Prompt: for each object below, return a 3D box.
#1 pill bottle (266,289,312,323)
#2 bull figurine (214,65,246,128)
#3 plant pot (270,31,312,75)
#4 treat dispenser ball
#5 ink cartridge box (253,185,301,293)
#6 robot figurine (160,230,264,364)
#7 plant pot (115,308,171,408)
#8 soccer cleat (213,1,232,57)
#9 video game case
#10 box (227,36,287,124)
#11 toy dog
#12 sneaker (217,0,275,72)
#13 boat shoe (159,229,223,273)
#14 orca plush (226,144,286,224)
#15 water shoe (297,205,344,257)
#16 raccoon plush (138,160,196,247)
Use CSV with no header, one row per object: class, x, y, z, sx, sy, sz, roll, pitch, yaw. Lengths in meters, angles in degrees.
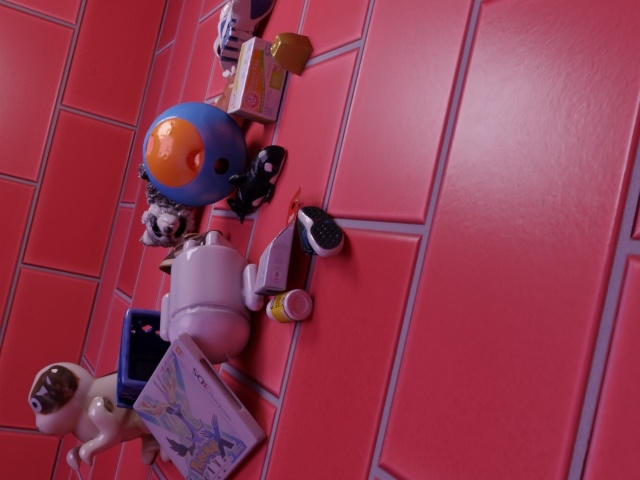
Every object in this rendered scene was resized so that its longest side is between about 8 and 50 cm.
pill bottle,-0.070,0.142,1.530,0.116,0.065,0.065,-23,57,59
bull figurine,-0.275,-0.384,2.168,0.310,0.101,0.188,-54,32,39
plant pot,-0.080,-0.484,1.846,0.082,0.083,0.081,-60,30,31
treat dispenser ball,-0.345,-0.238,2.005,0.288,0.288,0.288,-39,44,51
ink cartridge box,-0.097,0.004,1.616,0.189,0.066,0.233,142,133,-76
robot figurine,-0.269,0.153,1.773,0.299,0.200,0.354,-22,52,24
plant pot,-0.453,0.350,2.018,0.212,0.235,0.236,125,147,-47
soccer cleat,-0.318,-0.718,2.473,0.076,0.068,0.196,-111,35,-43
video game case,-0.294,0.418,1.681,0.300,0.036,0.329,49,130,15
box,-0.167,-0.430,1.959,0.103,0.114,0.203,7,85,64
toy dog,-0.637,0.475,2.112,0.284,0.407,0.396,-17,63,60
sneaker,-0.252,-0.691,2.245,0.316,0.127,0.182,-66,30,24
boat shoe,-0.381,0.039,2.169,0.342,0.123,0.123,-25,42,58
orca plush,-0.198,-0.159,1.896,0.287,0.102,0.151,-34,48,55
water shoe,0.000,0.000,1.477,0.203,0.072,0.080,-114,27,-61
raccoon plush,-0.466,-0.157,2.440,0.446,0.216,0.299,-63,-14,-63
